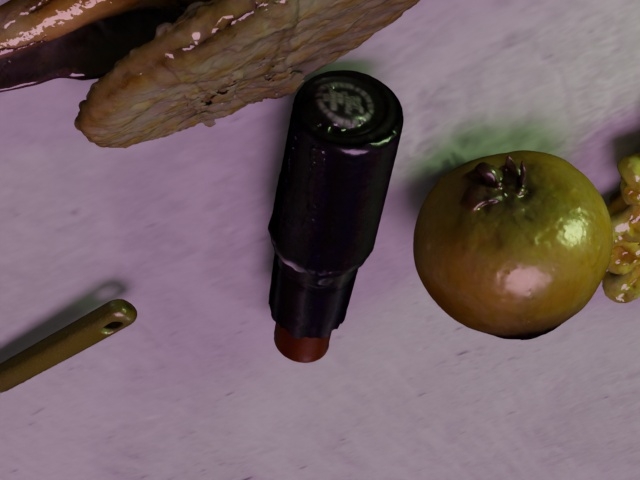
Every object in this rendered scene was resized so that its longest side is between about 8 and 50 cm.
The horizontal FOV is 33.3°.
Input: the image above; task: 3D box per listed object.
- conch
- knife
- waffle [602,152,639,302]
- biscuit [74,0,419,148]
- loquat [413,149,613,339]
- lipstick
[{"bbox_3d":[-0.098,-0.140,0.558,0.232,0.080,0.086,-23,155,12],"label":"conch"},{"bbox_3d":[-0.296,0.120,0.872,0.343,0.027,0.061,-29,146,20],"label":"knife"},{"bbox_3d":[0.377,-0.049,0.914,0.307,0.060,0.312,-16,147,-4],"label":"waffle"},{"bbox_3d":[-0.035,-0.105,0.595,0.220,0.033,0.220,-26,178,-1],"label":"biscuit"},{"bbox_3d":[0.145,0.002,0.814,0.163,0.137,0.163,4,146,2],"label":"loquat"},{"bbox_3d":[0.000,0.000,0.794,0.081,0.081,0.300,-7,145,-15],"label":"lipstick"}]
